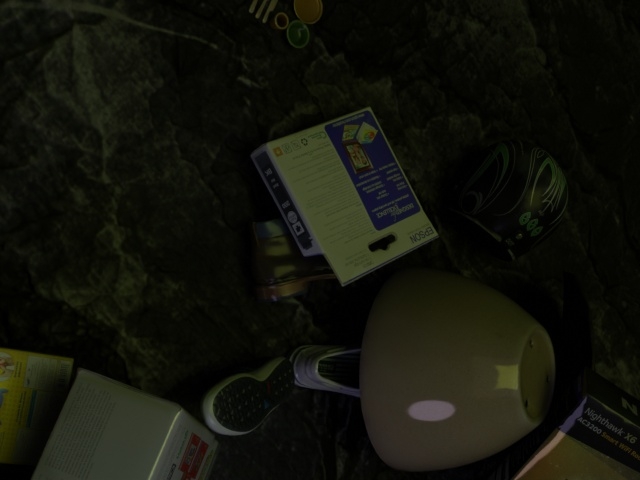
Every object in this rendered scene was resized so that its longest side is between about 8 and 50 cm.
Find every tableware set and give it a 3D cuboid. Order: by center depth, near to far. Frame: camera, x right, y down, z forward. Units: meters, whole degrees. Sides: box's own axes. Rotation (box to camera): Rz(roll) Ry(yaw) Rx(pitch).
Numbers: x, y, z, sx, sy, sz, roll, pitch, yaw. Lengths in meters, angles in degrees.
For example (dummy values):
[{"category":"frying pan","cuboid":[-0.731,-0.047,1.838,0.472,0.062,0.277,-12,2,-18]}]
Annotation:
[{"category":"tableware set","cuboid":[-0.027,-0.339,1.555,0.104,0.024,0.154,34,71,-32]}]

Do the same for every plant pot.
[{"category":"plant pot","cuboid":[0.204,0.177,1.571,0.284,0.191,0.284,1,89,-57]}]

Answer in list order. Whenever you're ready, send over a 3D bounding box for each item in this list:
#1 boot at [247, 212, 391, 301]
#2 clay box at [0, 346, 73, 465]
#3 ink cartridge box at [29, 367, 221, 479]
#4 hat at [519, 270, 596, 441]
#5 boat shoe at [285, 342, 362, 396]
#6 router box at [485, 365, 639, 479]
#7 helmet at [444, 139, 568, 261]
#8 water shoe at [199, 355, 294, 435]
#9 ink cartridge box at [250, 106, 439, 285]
[{"category":"boot","cuboid":[0.000,0.000,1.543,0.219,0.082,0.106,-20,105,-32]},{"category":"clay box","cuboid":[-0.391,0.174,1.276,0.222,0.053,0.127,14,82,-34]},{"category":"ink cartridge box","cuboid":[-0.242,0.330,1.309,0.272,0.130,0.309,73,38,-71]},{"category":"hat","cuboid":[0.333,0.214,1.741,0.134,0.331,0.331,-4,94,7]},{"category":"boat shoe","cuboid":[0.060,0.180,1.592,0.226,0.076,0.083,0,91,-36]},{"category":"router box","cuboid":[0.409,0.351,1.570,0.309,0.081,0.243,32,114,-3]},{"category":"helmet","cuboid":[0.282,-0.067,1.709,0.169,0.169,0.161,43,84,-28]},{"category":"water shoe","cuboid":[-0.105,0.193,1.433,0.203,0.080,0.073,-13,97,-63]},{"category":"ink cartridge box","cuboid":[0.036,-0.057,1.539,0.206,0.045,0.208,-24,84,-42]}]
